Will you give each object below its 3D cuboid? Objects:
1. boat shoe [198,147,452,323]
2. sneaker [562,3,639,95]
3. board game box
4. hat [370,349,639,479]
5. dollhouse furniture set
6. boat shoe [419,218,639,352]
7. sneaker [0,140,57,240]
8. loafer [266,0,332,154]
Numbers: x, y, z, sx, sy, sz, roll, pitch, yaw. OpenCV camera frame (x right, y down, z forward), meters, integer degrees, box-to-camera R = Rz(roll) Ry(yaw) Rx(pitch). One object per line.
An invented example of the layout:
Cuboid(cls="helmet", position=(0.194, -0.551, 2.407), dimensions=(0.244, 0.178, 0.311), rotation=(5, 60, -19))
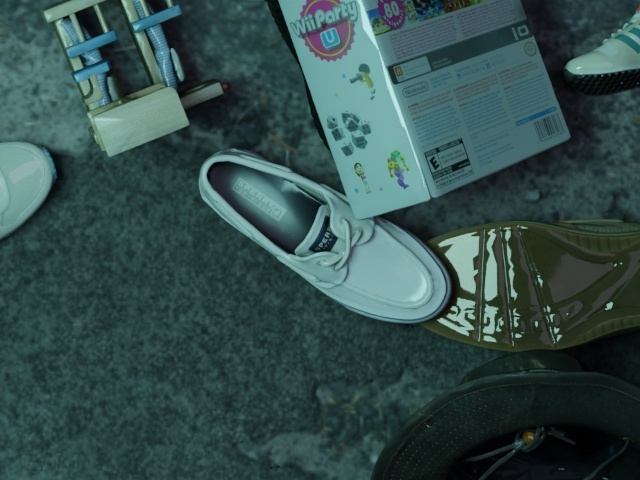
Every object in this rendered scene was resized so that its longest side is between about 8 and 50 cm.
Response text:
Cuboid(cls="boat shoe", position=(0.000, 0.000, 1.745), dimensions=(0.258, 0.084, 0.095), rotation=(26, 92, 3))
Cuboid(cls="sneaker", position=(0.303, -0.191, 1.850), dimensions=(0.161, 0.057, 0.075), rotation=(-12, 74, -9))
Cuboid(cls="board game box", position=(0.081, -0.195, 1.729), dimensions=(0.224, 0.097, 0.303), rotation=(-22, 94, -47))
Cuboid(cls="hat", position=(0.208, 0.190, 1.765), dimensions=(0.331, 0.134, 0.331), rotation=(0, 133, 0))
Cuboid(cls="dollhouse furniture set", position=(-0.157, -0.163, 1.680), dimensions=(0.129, 0.184, 0.129), rotation=(-23, 101, -7))
Cuboid(cls="boat shoe", position=(0.247, 0.040, 1.799), dimensions=(0.341, 0.110, 0.121), rotation=(-1, 91, 8))
Cuboid(cls="sneaker", position=(-0.340, -0.025, 1.702), dimensions=(0.229, 0.092, 0.087), rotation=(-23, 91, -11))
Cuboid(cls="loafer", position=(0.028, -0.162, 1.778), dimensions=(0.078, 0.080, 0.220), rotation=(-26, 98, -26))
